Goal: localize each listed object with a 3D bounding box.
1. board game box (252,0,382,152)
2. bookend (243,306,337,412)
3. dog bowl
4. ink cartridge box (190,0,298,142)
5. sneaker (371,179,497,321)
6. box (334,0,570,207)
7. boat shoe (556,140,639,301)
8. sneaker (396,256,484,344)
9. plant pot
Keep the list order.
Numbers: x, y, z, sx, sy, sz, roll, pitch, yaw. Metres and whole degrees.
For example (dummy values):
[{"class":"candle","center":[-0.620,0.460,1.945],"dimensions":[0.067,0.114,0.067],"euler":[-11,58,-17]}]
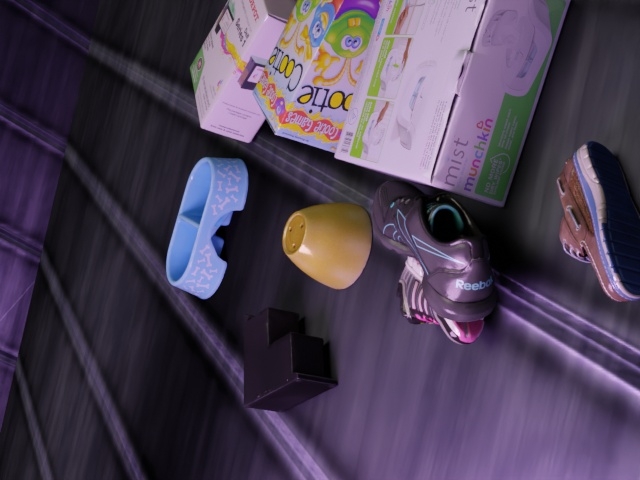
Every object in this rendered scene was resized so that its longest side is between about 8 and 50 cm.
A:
[{"class":"board game box","center":[0.029,-0.292,1.239],"dimensions":[0.275,0.144,0.142],"euler":[-60,35,26]},{"class":"bookend","center":[-0.051,0.168,1.250],"dimensions":[0.156,0.072,0.157],"euler":[-37,47,46]},{"class":"dog bowl","center":[-0.236,-0.032,1.633],"dimensions":[0.166,0.074,0.297],"euler":[24,98,59]},{"class":"ink cartridge box","center":[-0.135,-0.365,1.562],"dimensions":[0.278,0.117,0.201],"euler":[-51,39,34]},{"class":"sneaker","center":[0.137,-0.019,0.961],"dimensions":[0.267,0.101,0.106],"euler":[-123,24,-53]},{"class":"box","center":[0.154,-0.198,1.012],"dimensions":[0.231,0.126,0.262],"euler":[24,98,58]},{"class":"boat shoe","center":[0.278,-0.011,0.803],"dimensions":[0.066,0.066,0.183],"euler":[-48,30,45]},{"class":"sneaker","center":[0.140,0.083,0.986],"dimensions":[0.075,0.063,0.170],"euler":[-66,30,22]},{"class":"plant pot","center":[0.000,0.000,1.212],"dimensions":[0.134,0.095,0.134],"euler":[-29,55,51]}]
